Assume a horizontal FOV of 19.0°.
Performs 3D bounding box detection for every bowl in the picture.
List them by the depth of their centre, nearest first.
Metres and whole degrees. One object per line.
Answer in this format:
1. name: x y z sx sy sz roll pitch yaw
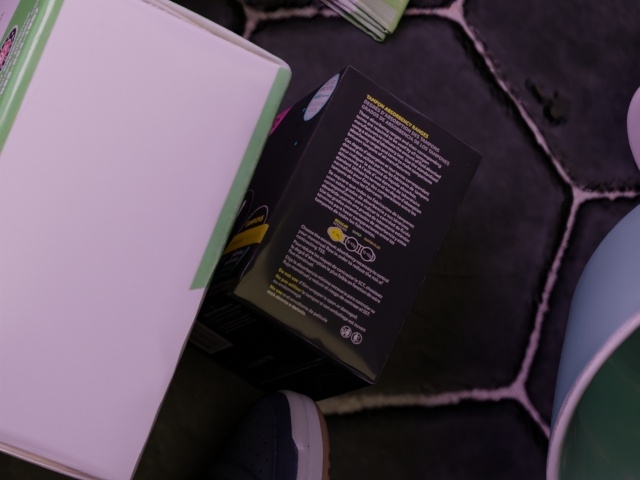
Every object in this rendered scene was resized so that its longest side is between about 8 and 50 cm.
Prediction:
1. bowl: 0.275 0.072 1.169 0.311 0.311 0.163 17 31 -19

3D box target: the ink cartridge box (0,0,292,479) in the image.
1. ink cartridge box: -0.144 -0.013 0.959 0.121 0.289 0.211 23 86 -19

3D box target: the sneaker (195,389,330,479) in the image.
1. sneaker: -0.103 0.193 1.056 0.153 0.099 0.282 26 72 -18

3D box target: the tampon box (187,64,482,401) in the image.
1. tampon box: 0.000 0.000 1.133 0.101 0.120 0.161 33 67 -14

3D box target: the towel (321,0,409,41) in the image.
1. towel: 0.007 -0.215 1.241 0.152 0.023 0.113 34 68 -13

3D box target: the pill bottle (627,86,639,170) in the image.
1. pill bottle: 0.333 -0.118 1.297 0.245 0.136 0.136 -40 95 -26
